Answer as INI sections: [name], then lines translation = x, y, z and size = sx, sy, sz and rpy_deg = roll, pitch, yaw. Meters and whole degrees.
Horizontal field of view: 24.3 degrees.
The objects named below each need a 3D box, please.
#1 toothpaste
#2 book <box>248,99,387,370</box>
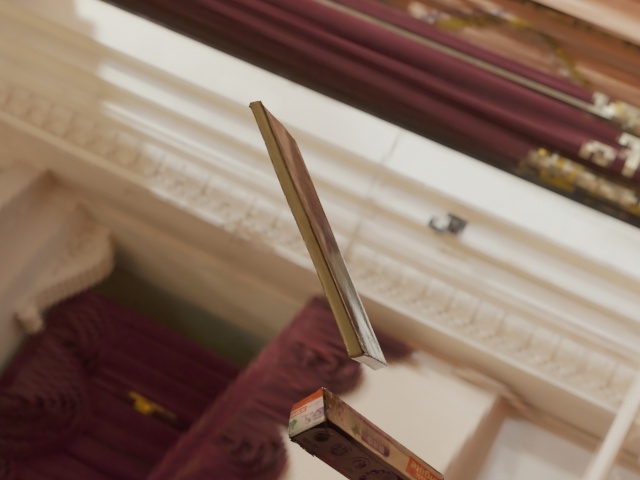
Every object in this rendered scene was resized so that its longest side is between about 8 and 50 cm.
[toothpaste]
translation = 0.047, 0.208, 1.424
size = 0.196, 0.047, 0.040
rpy_deg = 39, -147, -36
[book]
translation = 0.000, 0.000, 1.729
size = 0.021, 0.310, 0.217
rpy_deg = -23, -11, 5
